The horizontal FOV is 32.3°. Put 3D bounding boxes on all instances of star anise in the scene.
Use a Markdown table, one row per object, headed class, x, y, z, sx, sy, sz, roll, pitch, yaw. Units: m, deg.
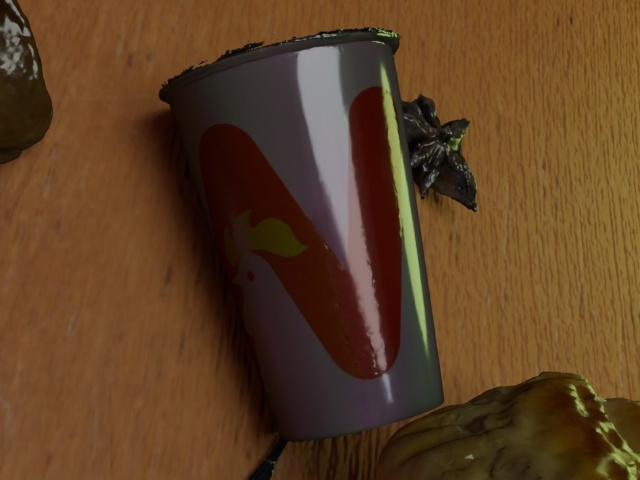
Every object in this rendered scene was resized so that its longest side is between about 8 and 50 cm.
| class | x | y | z | sx | sy | sz | roll | pitch | yaw |
| --- | --- | --- | --- | --- | --- | --- | --- | --- | --- |
| star anise | 0.094 | -0.091 | 1.033 | 0.129 | 0.056 | 0.124 | 23 | 50 | -30 |

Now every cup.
| class | x | y | z | sx | sy | sz | roll | pitch | yaw |
| --- | --- | --- | --- | --- | --- | --- | --- | --- | --- |
| cup | 0.000 | 0.000 | 0.866 | 0.203 | 0.203 | 0.288 | -12 | 88 | -38 |

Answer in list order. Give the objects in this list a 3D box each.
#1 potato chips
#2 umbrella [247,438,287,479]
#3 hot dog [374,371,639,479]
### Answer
| class | x | y | z | sx | sy | sz | roll | pitch | yaw |
| --- | --- | --- | --- | --- | --- | --- | --- | --- | --- |
| potato chips | -0.274 | -0.142 | 0.796 | 0.201 | 0.049 | 0.150 | 56 | 43 | -3 |
| umbrella | -0.081 | 0.251 | 0.802 | 0.269 | 0.044 | 0.044 | -54 | 137 | -34 |
| hot dog | 0.212 | 0.250 | 0.740 | 0.367 | 0.196 | 0.365 | 21 | 26 | -27 |
